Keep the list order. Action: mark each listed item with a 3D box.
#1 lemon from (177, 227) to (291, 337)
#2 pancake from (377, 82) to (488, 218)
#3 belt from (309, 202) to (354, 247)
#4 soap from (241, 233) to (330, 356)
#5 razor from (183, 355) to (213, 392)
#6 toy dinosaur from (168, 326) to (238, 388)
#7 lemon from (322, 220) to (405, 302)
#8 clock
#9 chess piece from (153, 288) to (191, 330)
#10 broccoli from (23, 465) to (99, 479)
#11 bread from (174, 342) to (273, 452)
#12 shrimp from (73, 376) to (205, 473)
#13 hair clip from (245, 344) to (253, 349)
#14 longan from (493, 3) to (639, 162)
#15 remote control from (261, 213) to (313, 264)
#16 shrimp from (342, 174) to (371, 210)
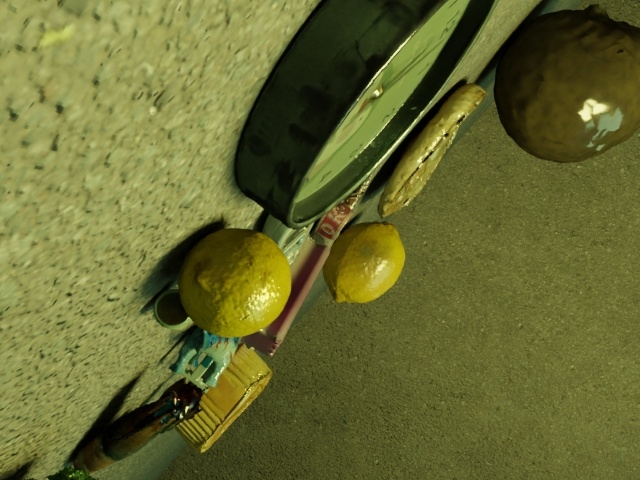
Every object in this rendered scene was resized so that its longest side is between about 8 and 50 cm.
[{"bbox_3d":[-0.083,0.041,0.529,0.109,0.109,0.133,-50,167,15],"label":"lemon"},{"bbox_3d":[0.255,-0.212,1.266,0.387,0.082,0.387,-50,171,-11],"label":"pancake"},{"bbox_3d":[0.000,0.000,1.025,0.071,0.053,0.232,-52,176,-32],"label":"belt"},{"bbox_3d":[-0.062,0.099,0.946,0.203,0.065,0.122,-60,180,-30],"label":"soap"},{"bbox_3d":[-0.173,0.180,0.966,0.191,0.068,0.037,-51,-175,-28],"label":"razor"},{"bbox_3d":[-0.169,0.168,0.841,0.144,0.076,0.329,-59,176,4],"label":"toy dinosaur"},{"bbox_3d":[0.116,0.056,1.417,0.260,0.204,0.204,-49,173,-9],"label":"lemon"},{"bbox_3d":[0.052,-0.145,0.513,0.319,0.066,0.319,-48,172,-8],"label":"clock"},{"bbox_3d":[-0.158,0.080,0.582,0.042,0.042,0.093,-45,178,-19],"label":"chess piece"},{"bbox_3d":[-0.299,0.349,0.515,0.270,0.270,0.270,-45,137,-18],"label":"broccoli"},{"bbox_3d":[-0.233,0.359,1.240,0.250,0.133,0.179,-47,172,-15],"label":"bread"},{"bbox_3d":[-0.242,0.271,0.816,0.290,0.054,0.222,-38,168,30],"label":"shrimp"},{"bbox_3d":[-0.127,0.170,1.108,0.034,0.072,0.226,-46,174,13],"label":"hair clip"},{"bbox_3d":[0.635,-0.389,1.330,0.391,0.391,0.391,-47,173,-8],"label":"longan"},{"bbox_3d":[-0.055,0.002,0.738,0.087,0.047,0.244,-40,171,-28],"label":"remote control"},{"bbox_3d":[0.074,-0.096,1.040,0.092,0.029,0.038,-53,171,8],"label":"shrimp"}]
